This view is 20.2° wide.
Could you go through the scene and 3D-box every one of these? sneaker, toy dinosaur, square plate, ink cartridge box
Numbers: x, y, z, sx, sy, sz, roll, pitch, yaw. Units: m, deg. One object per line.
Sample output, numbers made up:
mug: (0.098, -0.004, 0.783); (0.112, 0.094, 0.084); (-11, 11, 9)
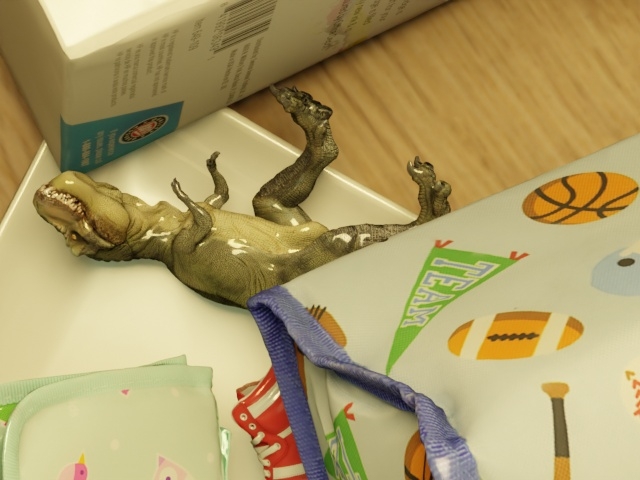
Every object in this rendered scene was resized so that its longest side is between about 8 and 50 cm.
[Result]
sneaker: (-0.021, 0.112, 0.877); (0.067, 0.042, 0.118); (23, 100, 4)
toy dinosaur: (0.000, 0.000, 0.880); (0.268, 0.064, 0.118); (25, 104, -3)
square plate: (-0.043, 0.129, 0.926); (0.347, 0.049, 0.344); (28, 87, 0)
ink cartridge box: (-0.040, -0.191, 0.843); (0.270, 0.198, 0.197); (-26, 82, -14)

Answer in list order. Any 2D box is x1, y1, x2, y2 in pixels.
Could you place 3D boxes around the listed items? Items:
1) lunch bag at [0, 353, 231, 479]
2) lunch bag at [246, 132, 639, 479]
lunch bag: (-0.159, 0.177, 0.820); (0.262, 0.160, 0.223); (-7, 83, -12)
lunch bag: (0.190, 0.161, 0.811); (0.328, 0.239, 0.385); (-21, 115, -15)
